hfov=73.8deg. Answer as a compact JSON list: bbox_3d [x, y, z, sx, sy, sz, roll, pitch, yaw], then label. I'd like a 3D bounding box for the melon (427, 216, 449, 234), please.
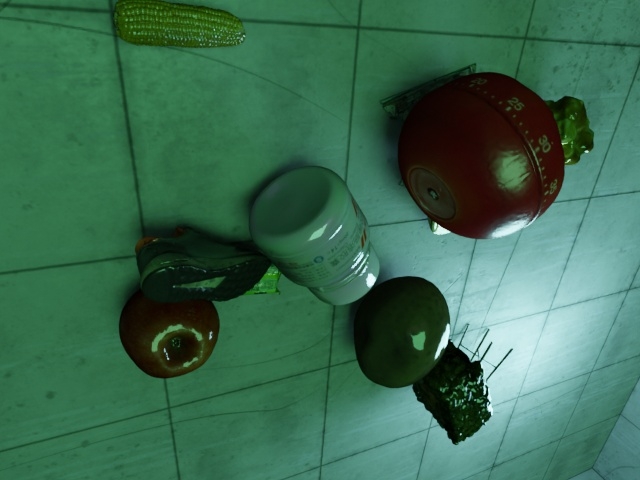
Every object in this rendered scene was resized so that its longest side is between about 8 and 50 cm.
[{"bbox_3d":[0.367,-0.080,1.256,0.160,0.079,0.128,-13,139,-20],"label":"melon"}]

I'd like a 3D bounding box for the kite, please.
[{"bbox_3d":[0.320,-0.303,1.146,0.406,0.014,0.368,21,105,-32],"label":"kite"}]

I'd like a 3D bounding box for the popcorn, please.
[{"bbox_3d":[0.626,-0.285,1.167,0.252,0.205,0.237,2,164,9],"label":"popcorn"}]

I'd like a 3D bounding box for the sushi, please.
[{"bbox_3d":[0.419,0.487,1.444,0.178,0.294,0.351,-31,127,-11],"label":"sushi"}]

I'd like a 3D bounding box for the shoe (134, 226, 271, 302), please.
[{"bbox_3d":[-0.273,0.041,0.975,0.337,0.171,0.132,2,128,-52],"label":"shoe"}]

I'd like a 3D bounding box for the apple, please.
[{"bbox_3d":[-0.348,0.201,0.989,0.218,0.201,0.218,-10,113,-25],"label":"apple"}]

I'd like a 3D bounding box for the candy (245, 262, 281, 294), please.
[{"bbox_3d":[-0.185,0.100,1.111,0.179,0.032,0.102,-2,113,-23],"label":"candy"}]

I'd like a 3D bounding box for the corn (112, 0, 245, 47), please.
[{"bbox_3d":[-0.256,-0.399,0.786,0.231,0.080,0.080,-10,119,-23],"label":"corn"}]

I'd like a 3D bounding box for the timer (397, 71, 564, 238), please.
[{"bbox_3d":[0.354,-0.182,0.987,0.279,0.378,0.377,-34,125,-13],"label":"timer"}]

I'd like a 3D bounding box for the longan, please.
[{"bbox_3d":[0.236,0.268,1.257,0.289,0.288,0.349,3,111,-27],"label":"longan"}]

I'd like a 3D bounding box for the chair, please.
[{"bbox_3d":[0.564,0.493,1.601,0.170,0.160,0.325,20,105,-30],"label":"chair"}]

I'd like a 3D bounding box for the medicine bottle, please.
[{"bbox_3d":[0.000,0.000,1.017,0.241,0.241,0.302,-39,135,-2],"label":"medicine bottle"}]
